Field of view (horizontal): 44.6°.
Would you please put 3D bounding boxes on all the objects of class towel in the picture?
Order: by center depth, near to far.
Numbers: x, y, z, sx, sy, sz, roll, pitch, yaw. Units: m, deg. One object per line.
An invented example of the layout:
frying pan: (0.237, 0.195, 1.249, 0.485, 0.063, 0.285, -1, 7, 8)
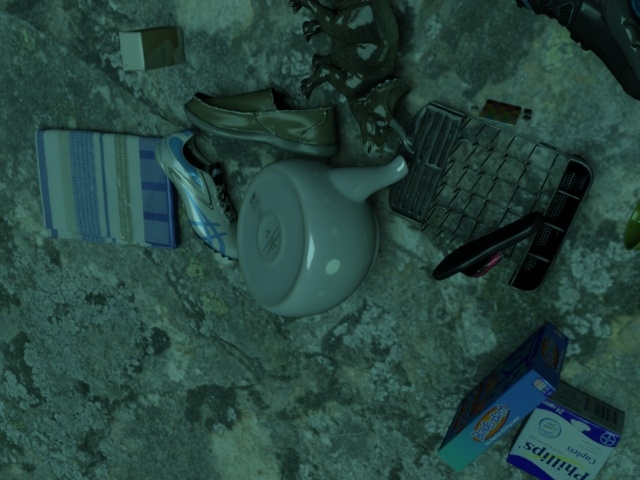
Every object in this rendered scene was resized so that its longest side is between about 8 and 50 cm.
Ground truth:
towel: (-0.381, -0.092, 1.391, 0.285, 0.034, 0.209, 6, 109, 19)

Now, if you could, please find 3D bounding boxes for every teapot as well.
teapot: (0.000, 0.000, 1.180, 0.256, 0.187, 0.252, 2, 91, 55)

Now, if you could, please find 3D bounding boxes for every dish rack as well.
dish rack: (0.226, -0.070, 1.112, 0.271, 0.074, 0.208, 25, 116, 13)

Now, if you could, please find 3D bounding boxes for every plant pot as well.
plant pot: (0.460, -0.011, 1.036, 0.079, 0.083, 0.083, 21, 117, 1)

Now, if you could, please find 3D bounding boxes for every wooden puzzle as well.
wooden puzzle: (0.248, -0.175, 1.076, 0.083, 0.049, 0.006, 18, 135, 16)

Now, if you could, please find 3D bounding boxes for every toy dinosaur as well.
toy dinosaur: (0.049, -0.278, 1.086, 0.160, 0.121, 0.313, 1, 116, 16)

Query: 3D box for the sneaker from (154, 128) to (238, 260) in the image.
sneaker: (-0.184, -0.073, 1.285, 0.086, 0.085, 0.237, -27, 100, 22)

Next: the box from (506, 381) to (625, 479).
box: (0.372, 0.301, 1.190, 0.126, 0.072, 0.137, 26, 118, 13)

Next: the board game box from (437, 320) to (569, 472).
board game box: (0.272, 0.230, 1.157, 0.047, 0.160, 0.210, 41, 119, 5)

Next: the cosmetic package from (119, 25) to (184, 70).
cosmetic package: (-0.260, -0.299, 1.211, 0.041, 0.115, 0.060, 6, 112, 21)

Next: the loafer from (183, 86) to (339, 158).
loafer: (-0.086, -0.196, 1.198, 0.251, 0.094, 0.087, 14, 109, 8)

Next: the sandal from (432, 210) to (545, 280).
sandal: (0.231, 0.020, 1.069, 0.179, 0.067, 0.040, -29, 106, 29)

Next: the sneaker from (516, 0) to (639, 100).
sneaker: (0.327, -0.315, 0.971, 0.341, 0.125, 0.140, 57, 146, -7)
